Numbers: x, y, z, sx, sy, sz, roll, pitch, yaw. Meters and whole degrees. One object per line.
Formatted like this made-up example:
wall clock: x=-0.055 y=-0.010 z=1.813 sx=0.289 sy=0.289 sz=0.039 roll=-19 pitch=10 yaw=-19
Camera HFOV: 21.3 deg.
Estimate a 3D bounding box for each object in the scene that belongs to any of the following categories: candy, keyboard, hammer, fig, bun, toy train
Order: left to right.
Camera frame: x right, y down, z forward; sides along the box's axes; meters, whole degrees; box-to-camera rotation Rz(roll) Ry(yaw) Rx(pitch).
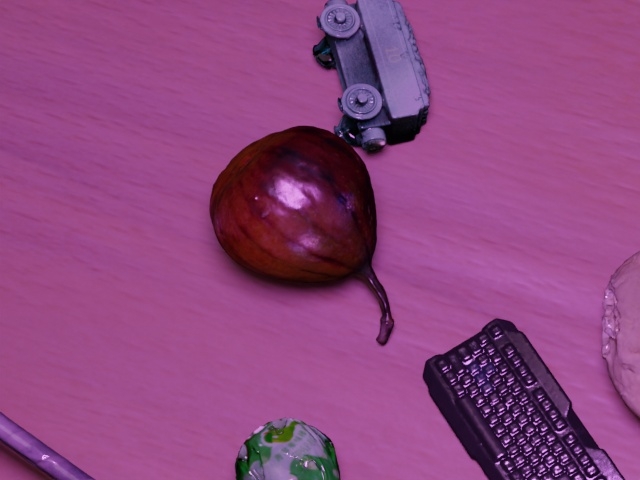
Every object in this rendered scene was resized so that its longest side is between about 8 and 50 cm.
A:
hammer: x=-0.179 y=0.233 z=1.483 sx=0.427 sy=0.152 sz=0.044 roll=33 pitch=65 yaw=14
fig: x=-0.006 y=-0.026 z=1.556 sx=0.202 sy=0.149 sz=0.148 roll=20 pitch=65 yaw=12
toy train: x=0.052 y=-0.166 z=1.656 sx=0.099 sy=0.070 sz=0.172 roll=-11 pitch=65 yaw=-8
candy: x=0.051 y=0.280 z=1.458 sx=0.323 sy=0.097 sz=0.097 roll=43 pitch=78 yaw=15
keyboard: x=0.194 y=0.190 z=1.501 sx=0.106 sy=0.016 sz=0.262 roll=-30 pitch=65 yaw=-5
bun: x=0.350 y=0.076 z=1.463 sx=0.220 sy=0.134 sz=0.220 roll=-2 pitch=68 yaw=4
